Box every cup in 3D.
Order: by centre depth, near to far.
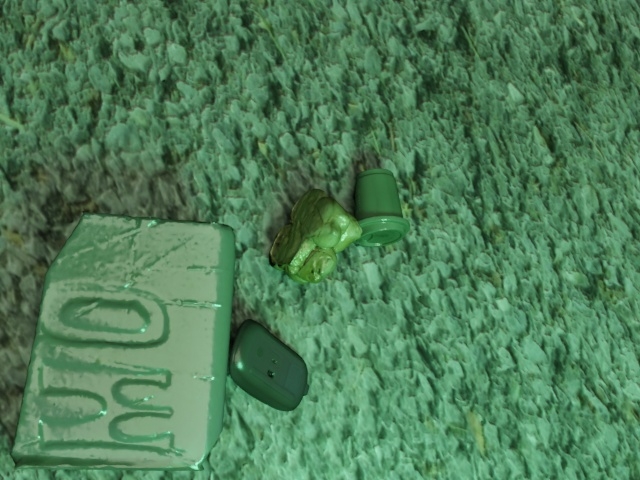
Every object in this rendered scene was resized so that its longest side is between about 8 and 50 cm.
[{"bbox_3d":[0.114,-0.067,1.484,0.120,0.120,0.141,-2,68,-12],"label":"cup"}]

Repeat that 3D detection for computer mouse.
[{"bbox_3d":[-0.098,0.232,1.354,0.232,0.057,0.120,46,51,-46],"label":"computer mouse"}]

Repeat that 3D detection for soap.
[{"bbox_3d":[-0.334,0.180,1.292,0.351,0.213,0.434,8,78,-9],"label":"soap"}]

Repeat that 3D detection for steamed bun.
[{"bbox_3d":[0.000,0.000,1.411,0.106,0.192,0.177,30,80,-25],"label":"steamed bun"}]
